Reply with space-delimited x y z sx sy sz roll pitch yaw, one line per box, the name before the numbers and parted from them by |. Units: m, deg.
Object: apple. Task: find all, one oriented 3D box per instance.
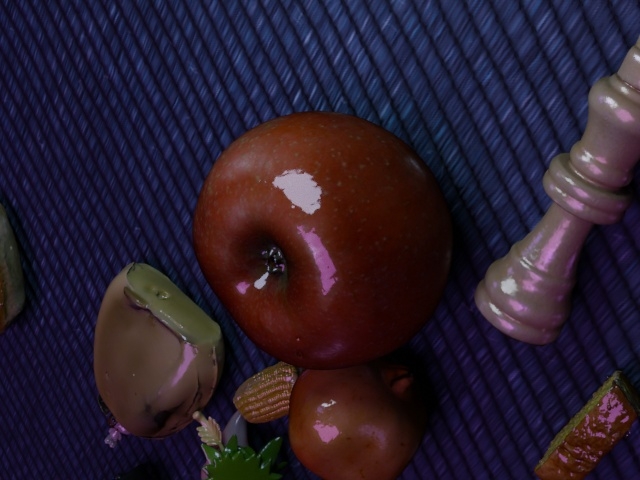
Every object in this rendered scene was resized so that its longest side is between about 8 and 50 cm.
apple | 0.000 0.000 1.214 0.348 0.277 0.349 14 116 31

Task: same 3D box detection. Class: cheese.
cheese | -0.290 0.217 1.618 0.259 0.128 0.316 40 122 27

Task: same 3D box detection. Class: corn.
corn | -0.073 0.246 1.506 0.085 0.063 0.165 42 134 -15

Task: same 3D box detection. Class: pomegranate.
pomegranate | 0.051 0.253 1.326 0.209 0.209 0.209 14 116 31

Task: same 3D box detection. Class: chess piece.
chess piece | 0.309 -0.061 1.076 0.117 0.117 0.397 35 124 20

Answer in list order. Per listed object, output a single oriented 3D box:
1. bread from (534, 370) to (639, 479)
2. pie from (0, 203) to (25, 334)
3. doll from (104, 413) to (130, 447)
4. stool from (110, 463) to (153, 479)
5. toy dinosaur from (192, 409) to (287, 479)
bread | 0.342 0.237 1.173 0.065 0.103 0.187 38 124 18
pie | -0.684 0.044 1.858 0.315 0.092 0.315 16 116 36
doll | -0.389 0.357 1.798 0.085 0.040 0.058 -35 96 39
stool | -0.396 0.537 1.759 0.141 0.232 0.232 53 129 4
toy dinosaur | -0.141 0.375 1.592 0.177 0.152 0.194 -144 53 -69
